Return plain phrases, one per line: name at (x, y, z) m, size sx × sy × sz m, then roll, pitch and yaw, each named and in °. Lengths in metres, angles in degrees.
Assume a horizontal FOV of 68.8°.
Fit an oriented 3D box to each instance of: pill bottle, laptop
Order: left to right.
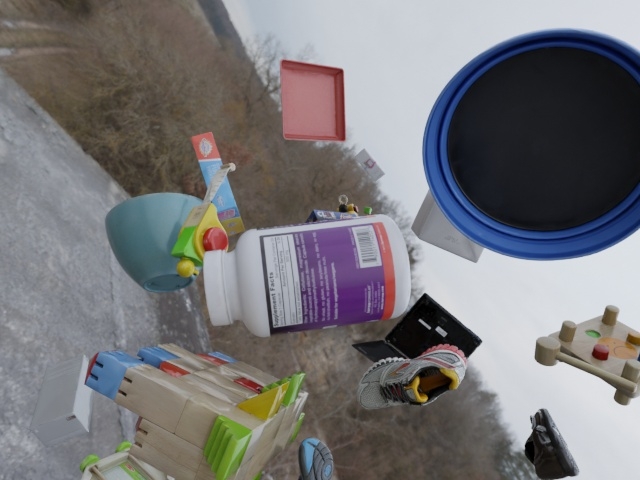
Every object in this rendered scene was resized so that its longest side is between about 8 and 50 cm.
pill bottle at (-0.024, 0.061, 0.790) m, size 0.181 × 0.322 × 0.182 m, roll 173°, pitch -90°, yaw -84°
laptop at (0.270, 0.293, 1.329) m, size 0.234 × 0.264 × 0.136 m, roll 39°, pitch 5°, yaw -15°

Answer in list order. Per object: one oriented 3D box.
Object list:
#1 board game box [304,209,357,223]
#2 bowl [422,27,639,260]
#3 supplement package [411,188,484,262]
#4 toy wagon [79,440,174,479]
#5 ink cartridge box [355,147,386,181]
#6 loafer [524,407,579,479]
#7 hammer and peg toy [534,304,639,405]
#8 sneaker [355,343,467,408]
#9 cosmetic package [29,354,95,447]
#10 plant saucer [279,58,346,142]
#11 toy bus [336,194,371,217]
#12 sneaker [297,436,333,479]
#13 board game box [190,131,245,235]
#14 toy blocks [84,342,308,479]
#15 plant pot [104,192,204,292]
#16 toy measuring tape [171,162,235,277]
board game box at (0.000, 0.000, 1.556) m, size 0.165 × 0.243 × 0.042 m, roll 4°, pitch 49°, yaw -32°
bowl at (0.375, -0.152, 0.799) m, size 0.391 × 0.391 × 0.077 m, roll 62°, pitch 37°, yaw -13°
supplement package at (0.392, -0.065, 1.393) m, size 0.177 × 0.175 × 0.293 m, roll 23°, pitch 8°, yaw 3°
toy wagon at (-0.557, 0.731, 1.452) m, size 0.267 × 0.068 × 0.344 m, roll 23°, pitch 12°, yaw 30°
ink cartridge box at (0.185, -0.279, 1.727) m, size 0.122 × 0.052 × 0.088 m, roll 52°, pitch 12°, yaw 0°
loafer at (0.428, 0.391, 0.906) m, size 0.080 × 0.078 × 0.220 m, roll 63°, pitch 15°, yaw 11°
hammer and peg toy at (0.751, 0.313, 1.231) m, size 0.266 × 0.361 × 0.128 m, roll 40°, pitch -44°, yaw 54°
sneaker at (0.161, 0.264, 0.875) m, size 0.088 × 0.225 × 0.092 m, roll 59°, pitch 24°, yaw -3°
cosmetic package at (-0.750, 0.467, 1.381) m, size 0.238 × 0.127 × 0.107 m, roll -116°, pitch -170°, yaw -53°
plant saucer at (-0.031, -0.468, 1.600) m, size 0.047 × 0.259 × 0.259 m, roll 5°, pitch -81°, yaw 57°
toy bus at (0.113, -0.086, 1.982) m, size 0.202 × 0.191 × 0.104 m, roll 29°, pitch 0°, yaw 20°
sneaker at (-0.028, 0.773, 1.510) m, size 0.125 × 0.139 × 0.341 m, roll -35°, pitch 119°, yaw -43°
board game box at (-0.318, -0.165, 1.486) m, size 0.316 × 0.064 × 0.242 m, roll 112°, pitch -42°, yaw -78°
toy blocks at (-0.184, 0.250, 0.729) m, size 0.260 × 0.191 × 0.381 m, roll 20°, pitch -4°, yaw 15°
plant pot at (-0.426, 0.028, 1.281) m, size 0.290 × 0.290 × 0.196 m, roll 55°, pitch 19°, yaw -66°
toy measuring tape at (-0.262, -0.041, 1.153) m, size 0.121 × 0.121 × 0.330 m, roll 59°, pitch 38°, yaw -44°
